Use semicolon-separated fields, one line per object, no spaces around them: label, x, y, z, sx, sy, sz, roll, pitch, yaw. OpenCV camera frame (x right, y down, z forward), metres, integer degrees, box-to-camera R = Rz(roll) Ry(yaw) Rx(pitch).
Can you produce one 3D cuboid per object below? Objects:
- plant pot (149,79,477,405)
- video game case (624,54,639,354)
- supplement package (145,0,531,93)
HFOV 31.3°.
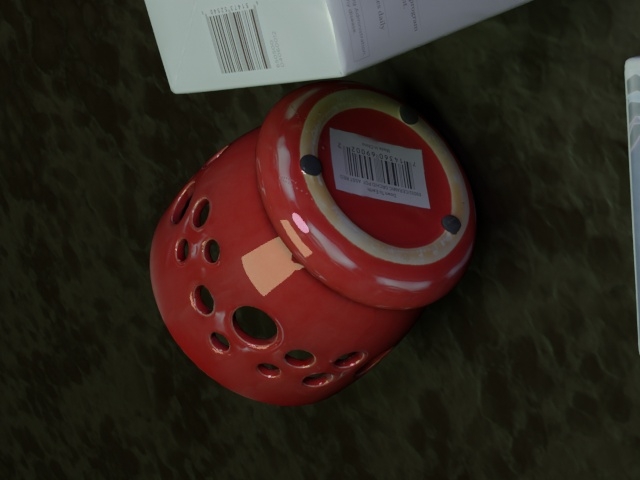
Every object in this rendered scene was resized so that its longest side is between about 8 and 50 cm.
plant pot;0.000;0.000;0.794;0.191;0.191;0.174;57;139;6
video game case;0.256;-0.008;0.606;0.201;0.023;0.183;8;109;48
supplement package;0.036;-0.177;0.595;0.139;0.244;0.134;4;114;49
